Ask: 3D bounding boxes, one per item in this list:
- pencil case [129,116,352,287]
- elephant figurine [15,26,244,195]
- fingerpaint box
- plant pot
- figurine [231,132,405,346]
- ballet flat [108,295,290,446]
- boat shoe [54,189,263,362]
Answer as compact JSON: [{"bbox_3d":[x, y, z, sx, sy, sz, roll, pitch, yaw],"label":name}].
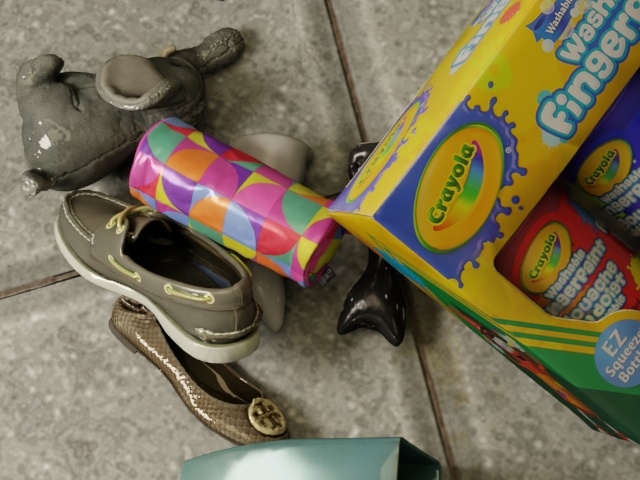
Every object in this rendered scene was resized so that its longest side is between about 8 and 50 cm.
[{"bbox_3d":[-0.080,-0.039,1.726,0.236,0.104,0.104,28,81,13],"label":"pencil case"},{"bbox_3d":[-0.198,-0.142,1.822,0.239,0.169,0.186,-9,82,3],"label":"elephant figurine"},{"bbox_3d":[0.292,-0.088,1.626,0.371,0.163,0.445,39,83,-14],"label":"fingerpaint box"},{"bbox_3d":[-0.019,0.283,1.668,0.234,0.166,0.166,1,74,18],"label":"plant pot"},{"bbox_3d":[0.000,0.000,1.787,0.214,0.092,0.210,5,79,13],"label":"figurine"},{"bbox_3d":[-0.124,0.134,1.769,0.250,0.084,0.058,40,113,23],"label":"ballet flat"},{"bbox_3d":[-0.173,0.014,1.765,0.109,0.091,0.305,-25,45,-35],"label":"boat shoe"}]
